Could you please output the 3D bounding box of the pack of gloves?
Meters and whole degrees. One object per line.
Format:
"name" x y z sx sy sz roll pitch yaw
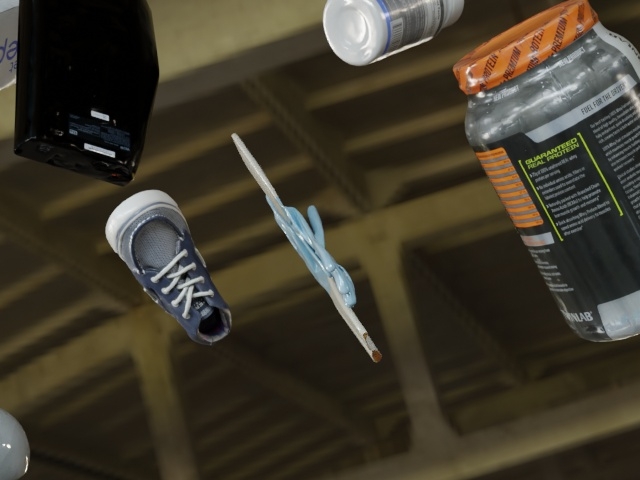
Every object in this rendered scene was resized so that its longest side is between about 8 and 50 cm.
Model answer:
"pack of gloves" 0.000 0.000 1.796 0.046 0.232 0.195 -33 -29 -6

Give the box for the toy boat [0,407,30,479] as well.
"toy boat" -0.322 0.077 1.131 0.148 0.318 0.267 -20 -42 -24

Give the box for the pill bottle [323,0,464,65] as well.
"pill bottle" 0.074 -0.225 1.616 0.137 0.078 0.078 -26 -7 -42

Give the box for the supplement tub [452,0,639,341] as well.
"supplement tub" 0.293 -0.078 1.791 0.207 0.338 0.207 -28 9 5

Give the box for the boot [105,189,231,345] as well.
"boot" -0.124 0.026 1.444 0.069 0.086 0.190 -39 -23 -5

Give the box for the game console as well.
"game console" -0.291 -0.187 1.393 0.361 0.213 0.044 18 -32 -37

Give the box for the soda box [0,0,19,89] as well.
"soda box" -0.344 -0.215 1.684 0.286 0.091 0.098 -40 -30 -57
